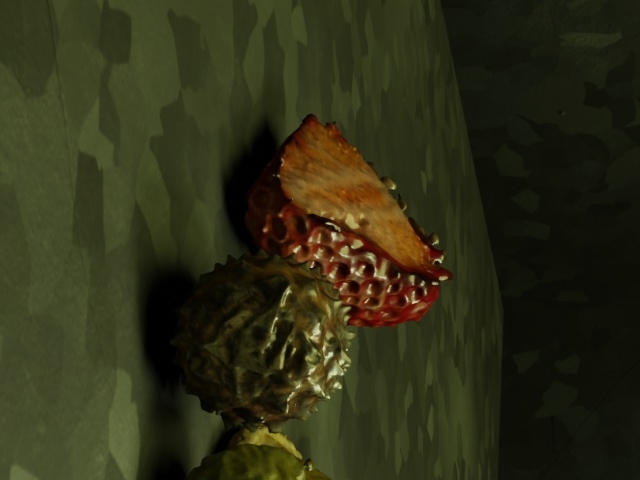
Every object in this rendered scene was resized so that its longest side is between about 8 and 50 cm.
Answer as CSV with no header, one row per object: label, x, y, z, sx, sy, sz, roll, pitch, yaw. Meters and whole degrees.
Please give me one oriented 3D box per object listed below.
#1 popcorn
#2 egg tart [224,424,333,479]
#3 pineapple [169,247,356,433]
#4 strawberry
popcorn,-0.050,0.280,1.314,0.195,0.173,0.168,41,26,-21
egg tart,-0.023,0.336,1.516,0.319,0.128,0.319,-5,90,-77
pineapple,-0.046,0.090,1.428,0.361,0.175,0.175,-31,118,-86
strawberry,0.013,0.011,1.646,0.253,0.150,0.280,46,22,-6
